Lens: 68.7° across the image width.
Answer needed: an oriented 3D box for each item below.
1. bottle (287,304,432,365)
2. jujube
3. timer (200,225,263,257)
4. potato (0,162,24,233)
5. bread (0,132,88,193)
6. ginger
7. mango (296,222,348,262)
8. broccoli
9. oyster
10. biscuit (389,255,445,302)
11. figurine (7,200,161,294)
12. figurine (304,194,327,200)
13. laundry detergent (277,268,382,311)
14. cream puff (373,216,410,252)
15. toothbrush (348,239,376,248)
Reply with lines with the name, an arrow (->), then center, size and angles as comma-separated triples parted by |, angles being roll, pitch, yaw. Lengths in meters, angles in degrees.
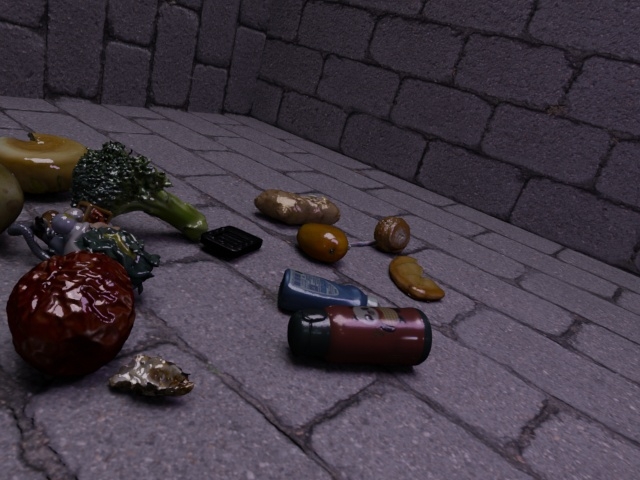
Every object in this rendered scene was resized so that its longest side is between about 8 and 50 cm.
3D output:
bottle -> 0.088, 0.227, 1.115 | 0.336, 0.143, 0.144 | 5, 24, -20
jujube -> -0.459, 0.128, 0.881 | 0.213, 0.212, 0.232 | 2, 34, -30
timer -> -0.289, 0.006, 1.524 | 0.144, 0.055, 0.187 | 24, 19, 16
potato -> -0.889, -0.115, 1.188 | 0.202, 0.218, 0.351 | 32, 4, -41
bread -> -0.926, -0.250, 1.574 | 0.333, 0.160, 0.333 | 13, 23, -6
ginger -> -0.089, -0.126, 1.882 | 0.354, 0.126, 0.190 | 7, 17, -16
mango -> -0.003, 0.001, 1.641 | 0.221, 0.120, 0.152 | 23, 18, 37
broccoli -> -0.561, -0.124, 1.419 | 0.353, 0.274, 0.397 | 31, 0, 21
oyster -> -0.307, 0.261, 0.873 | 0.148, 0.051, 0.103 | 7, 20, 22
biscuit -> 0.320, 0.125, 1.653 | 0.154, 0.045, 0.299 | 8, 22, -16
figurine -> -0.552, 0.016, 1.147 | 0.382, 0.186, 0.261 | 24, 1, 36
figurine -> -0.043, -0.157, 2.092 | 0.188, 0.083, 0.083 | -8, 29, -21
laundry detergent -> 0.029, 0.164, 1.305 | 0.290, 0.094, 0.143 | 16, 15, -7
cream puff -> 0.279, -0.023, 1.867 | 0.115, 0.150, 0.165 | 14, -24, 48
toothbrush -> 0.170, 0.011, 1.864 | 0.269, 0.021, 0.027 | -11, 46, -48
